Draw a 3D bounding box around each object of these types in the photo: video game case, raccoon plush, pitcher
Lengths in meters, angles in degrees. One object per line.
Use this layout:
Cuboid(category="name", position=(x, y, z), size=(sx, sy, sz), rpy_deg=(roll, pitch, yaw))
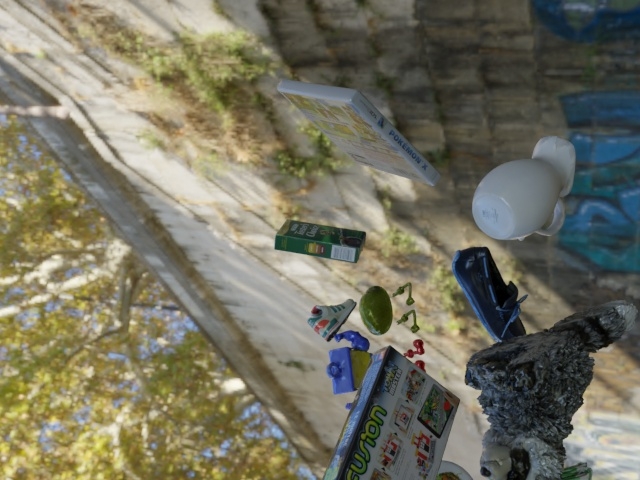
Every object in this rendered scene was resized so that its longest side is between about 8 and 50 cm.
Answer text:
Cuboid(category="video game case", position=(0.082, -0.247, 1.738), size=(0.300, 0.329, 0.036), rpy_deg=(39, -97, -33))
Cuboid(category="raccoon plush", position=(0.486, 0.327, 1.496), size=(0.216, 0.446, 0.299), rpy_deg=(178, 73, -80))
Cuboid(category="pitcher", position=(0.359, -0.062, 1.331), size=(0.207, 0.125, 0.178), rpy_deg=(-33, -62, -35))

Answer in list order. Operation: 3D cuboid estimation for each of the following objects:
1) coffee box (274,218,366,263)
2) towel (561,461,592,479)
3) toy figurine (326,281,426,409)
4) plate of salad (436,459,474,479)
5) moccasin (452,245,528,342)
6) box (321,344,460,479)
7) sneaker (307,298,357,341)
Cuboid(category="coffee box", position=(0.000, 0.000, 1.669), size=(0.113, 0.184, 0.041), rpy_deg=(-58, -24, -68))
Cuboid(category="towel", position=(0.462, 0.641, 1.734), size=(0.038, 0.324, 0.248), rpy_deg=(-132, 33, -59))
Cuboid(category="toy figurine", position=(0.109, 0.277, 1.847), size=(0.217, 0.191, 0.363), rpy_deg=(4, -105, -37))
Cuboid(category="plate of salad", position=(0.180, 0.440, 1.180), size=(0.199, 0.048, 0.200), rpy_deg=(1, -92, -31))
Cuboid(category="moccasin", position=(0.474, 0.159, 2.055), size=(0.342, 0.116, 0.138), rpy_deg=(50, -145, -27))
Cuboid(category="box", position=(0.075, 0.229, 0.834), size=(0.114, 0.036, 0.207), rpy_deg=(39, -129, -13))
Cuboid(category="sneaker", position=(0.024, 0.159, 1.711), size=(0.057, 0.075, 0.161), rpy_deg=(-60, -8, 32))
